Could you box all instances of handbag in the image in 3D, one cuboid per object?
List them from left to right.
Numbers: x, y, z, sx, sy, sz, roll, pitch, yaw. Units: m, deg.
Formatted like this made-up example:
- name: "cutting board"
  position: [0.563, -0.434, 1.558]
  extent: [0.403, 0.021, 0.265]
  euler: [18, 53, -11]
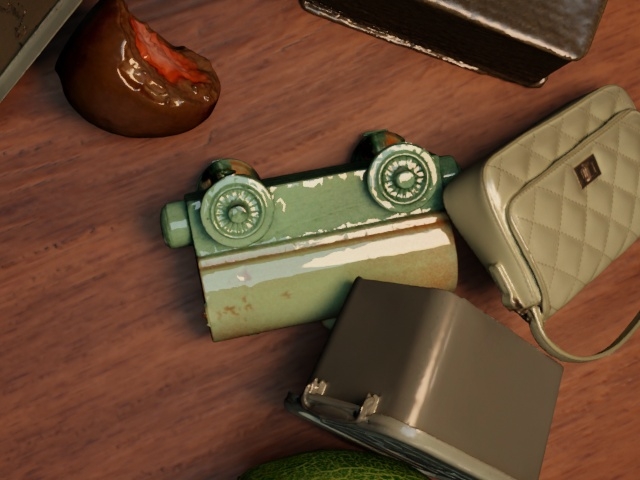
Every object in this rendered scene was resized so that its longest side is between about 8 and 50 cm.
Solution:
- name: "handbag"
  position: [0.249, -0.012, 0.956]
  extent: [0.256, 0.079, 0.219]
  euler: [-34, 94, -34]

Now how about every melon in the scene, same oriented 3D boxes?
- name: "melon"
  position: [0.031, 0.254, 0.921]
  extent: [0.169, 0.129, 0.265]
  euler: [-22, 132, -5]

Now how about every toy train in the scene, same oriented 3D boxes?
- name: "toy train"
  position: [0.000, 0.000, 0.957]
  extent: [0.285, 0.116, 0.177]
  euler: [-11, 104, -9]

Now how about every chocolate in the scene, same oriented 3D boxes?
- name: "chocolate"
  position: [-0.158, -0.148, 0.920]
  extent: [0.133, 0.127, 0.124]
  euler: [40, 56, -2]

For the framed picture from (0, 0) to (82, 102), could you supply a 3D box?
- name: "framed picture"
  position: [-0.330, -0.226, 0.889]
  extent: [0.216, 0.016, 0.273]
  euler: [45, 114, -6]

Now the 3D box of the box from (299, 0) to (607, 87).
- name: "box"
  position: [0.131, -0.274, 0.955]
  extent: [0.273, 0.143, 0.184]
  euler: [19, 87, -6]

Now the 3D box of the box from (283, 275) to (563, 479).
- name: "box"
  position: [0.105, 0.134, 0.910]
  extent: [0.243, 0.163, 0.135]
  euler: [33, 71, -38]
